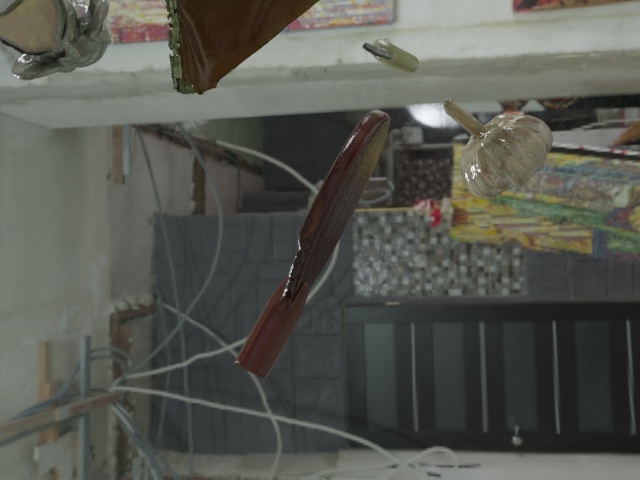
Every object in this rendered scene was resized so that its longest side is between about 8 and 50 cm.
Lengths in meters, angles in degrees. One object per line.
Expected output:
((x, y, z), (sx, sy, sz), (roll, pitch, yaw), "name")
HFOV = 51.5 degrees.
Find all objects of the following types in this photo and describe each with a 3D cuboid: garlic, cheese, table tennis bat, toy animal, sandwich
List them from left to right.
((-0.567, -0.469, 1.470), (0.174, 0.249, 0.289), (57, -149, -9), "toy animal")
((-0.070, -0.291, 0.754), (0.063, 0.212, 0.245), (-119, 25, -52), "sandwich")
((0.000, 0.000, 0.938), (0.415, 0.051, 0.268), (-62, -7, -12), "table tennis bat")
((0.152, -0.439, 1.548), (0.050, 0.127, 0.235), (-60, -17, 20), "cheese")
((0.340, -0.215, 1.346), (0.226, 0.199, 0.199), (45, -158, -11), "garlic")
